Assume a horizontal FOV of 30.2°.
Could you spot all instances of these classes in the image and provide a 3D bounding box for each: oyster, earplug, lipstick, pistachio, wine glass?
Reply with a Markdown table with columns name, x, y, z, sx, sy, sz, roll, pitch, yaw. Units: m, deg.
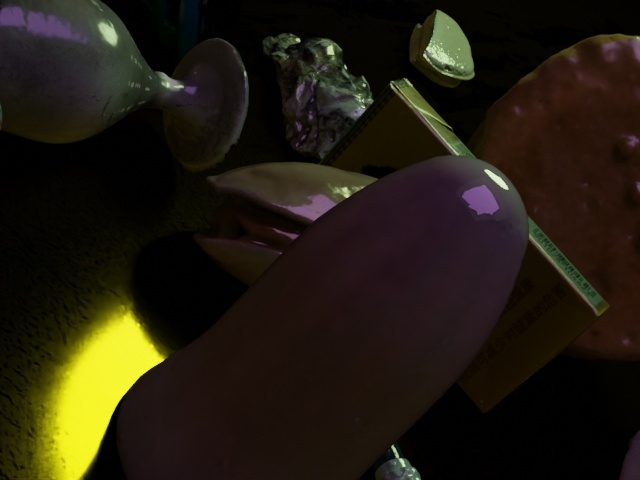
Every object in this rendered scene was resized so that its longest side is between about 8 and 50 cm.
| name | x | y | z | sx | sy | sz | roll | pitch | yaw |
| --- | --- | --- | --- | --- | --- | --- | --- | --- | --- |
| oyster | 0.009 | -0.145 | 1.244 | 0.199 | 0.087 | 0.252 | 41 | 18 | -4 |
| earplug | 0.016 | 0.063 | 0.753 | 0.172 | 0.301 | 0.172 | 28 | 34 | -21 |
| lipstick | 0.048 | 0.163 | 0.932 | 0.037 | 0.037 | 0.116 | 16 | 34 | -37 |
| pistachio | 0.000 | 0.000 | 0.995 | 0.223 | 0.126 | 0.152 | 12 | 8 | -34 |
| wine glass | -0.180 | -0.131 | 0.947 | 0.241 | 0.126 | 0.126 | 8 | 45 | -44 |

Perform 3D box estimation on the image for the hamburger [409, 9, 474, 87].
| name | x | y | z | sx | sy | sz | roll | pitch | yaw |
| --- | --- | --- | --- | --- | --- | --- | --- | --- | --- |
| hamburger | 0.162 | -0.241 | 1.547 | 0.084 | 0.054 | 0.121 | 37 | 33 | -17 |

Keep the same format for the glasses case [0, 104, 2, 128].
| name | x | y | z | sx | sy | sz | roll | pitch | yaw |
| --- | --- | --- | --- | --- | --- | --- | --- | --- | --- |
| glasses case | -0.348 | -0.118 | 0.708 | 0.321 | 0.122 | 0.082 | 29 | 33 | -23 |

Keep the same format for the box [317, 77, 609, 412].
| name | x | y | z | sx | sy | sz | roll | pitch | yaw |
| --- | --- | --- | --- | --- | --- | --- | --- | --- | --- |
| box | 0.112 | 0.006 | 1.078 | 0.279 | 0.153 | 0.041 | 50 | 31 | 12 |

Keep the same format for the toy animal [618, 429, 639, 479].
| name | x | y | z | sx | sy | sz | roll | pitch | yaw |
| --- | --- | --- | --- | --- | --- | --- | --- | --- | --- |
| toy animal | 0.443 | 0.244 | 1.104 | 0.265 | 0.271 | 0.206 | 40 | 54 | -29 |

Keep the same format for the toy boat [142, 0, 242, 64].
| name | x | y | z | sx | sy | sz | roll | pitch | yaw |
| --- | --- | --- | --- | --- | --- | --- | --- | --- | --- |
| toy boat | -0.134 | -0.264 | 1.200 | 0.092 | 0.134 | 0.299 | 3 | 37 | 2 |

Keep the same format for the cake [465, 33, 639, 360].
| name | x | y | z | sx | sy | sz | roll | pitch | yaw |
| --- | --- | --- | --- | --- | --- | --- | --- | --- | --- |
| cake | 0.295 | -0.033 | 1.243 | 0.332 | 0.332 | 0.321 | 44 | 0 | 3 |
